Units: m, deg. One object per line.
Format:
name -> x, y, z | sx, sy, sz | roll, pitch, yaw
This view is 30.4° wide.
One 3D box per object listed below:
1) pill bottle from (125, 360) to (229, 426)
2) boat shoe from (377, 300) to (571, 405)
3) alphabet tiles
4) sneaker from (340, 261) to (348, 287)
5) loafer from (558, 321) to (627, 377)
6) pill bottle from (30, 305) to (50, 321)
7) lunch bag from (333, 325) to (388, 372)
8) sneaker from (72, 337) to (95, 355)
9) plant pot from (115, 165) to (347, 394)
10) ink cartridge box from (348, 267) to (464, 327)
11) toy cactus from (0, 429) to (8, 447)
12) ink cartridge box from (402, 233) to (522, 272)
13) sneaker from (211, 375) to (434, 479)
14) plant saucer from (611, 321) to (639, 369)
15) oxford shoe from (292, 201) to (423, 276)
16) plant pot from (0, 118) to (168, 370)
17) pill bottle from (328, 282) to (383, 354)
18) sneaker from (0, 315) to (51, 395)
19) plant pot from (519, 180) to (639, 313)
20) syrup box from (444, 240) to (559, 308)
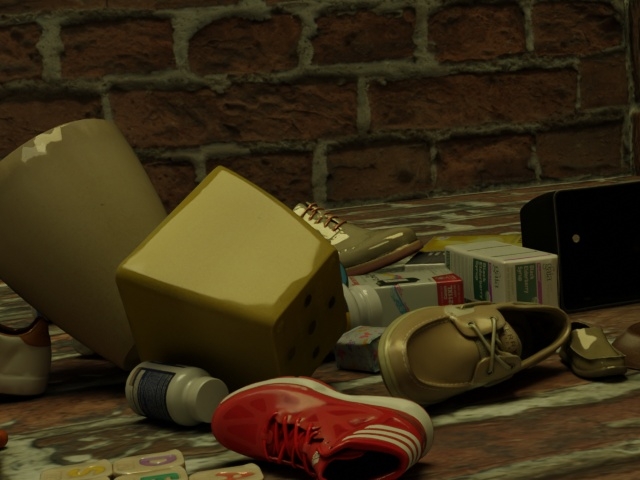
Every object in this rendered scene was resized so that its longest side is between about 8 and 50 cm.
pill bottle -> -0.160, 0.174, 1.331 | 0.120, 0.067, 0.067 | 2, 10, 45
boat shoe -> 0.182, 0.118, 1.352 | 0.098, 0.109, 0.302 | -21, -11, 40
alphabet tiles -> -0.180, 0.236, 1.026 | 0.278, 0.021, 0.284 | -5, 7, -10
sneaker -> -0.132, 0.101, 1.711 | 0.341, 0.125, 0.139 | -1, -34, -17
loafer -> 0.325, 0.132, 1.429 | 0.056, 0.050, 0.148 | -6, 7, -11
pill bottle -> -0.431, 0.100, 2.061 | 0.137, 0.078, 0.078 | -5, 7, -1
lunch bag -> 0.070, 0.138, 1.537 | 0.071, 0.053, 0.083 | -1, 17, 44
sneaker -> -0.287, 0.141, 1.727 | 0.158, 0.061, 0.065 | 3, 0, 30
plant pot -> -0.087, 0.074, 1.399 | 0.187, 0.212, 0.212 | 20, 50, 27
ink cartridge box -> 0.121, 0.092, 1.794 | 0.175, 0.072, 0.127 | -5, 8, -5
toy cactus -> -0.372, 0.156, 1.223 | 0.112, 0.180, 0.219 | 15, 9, -9
ink cartridge box -> 0.329, 0.038, 2.132 | 0.307, 0.072, 0.303 | -4, 7, 16
sneaker -> -0.014, 0.182, 1.098 | 0.221, 0.087, 0.128 | -3, 6, 18
plant saucer -> 0.457, 0.125, 1.468 | 0.199, 0.036, 0.198 | -4, 6, 0
oxford shoe -> 0.000, 0.000, 2.196 | 0.397, 0.146, 0.140 | -8, 7, 29
plant pot -> -0.284, 0.027, 1.542 | 0.256, 0.274, 0.256 | -37, -18, -14
pill bottle -> -0.011, 0.109, 1.612 | 0.184, 0.103, 0.103 | -9, 8, -28
sneaker -> -0.490, 0.122, 1.505 | 0.290, 0.123, 0.106 | 7, 5, -17
plant pot -> 0.414, 0.005, 1.873 | 0.188, 0.187, 0.167 | -7, 4, -20
syrup box -> 0.282, 0.061, 1.857 | 0.096, 0.093, 0.237 | -6, 7, -14
